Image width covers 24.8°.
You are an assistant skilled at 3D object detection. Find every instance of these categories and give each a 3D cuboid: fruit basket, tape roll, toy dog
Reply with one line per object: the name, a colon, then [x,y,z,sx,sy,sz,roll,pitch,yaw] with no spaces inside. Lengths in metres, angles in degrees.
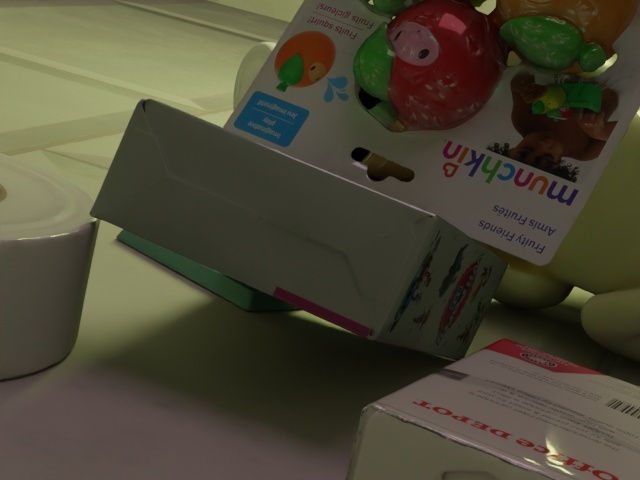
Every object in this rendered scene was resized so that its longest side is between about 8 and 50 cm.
fruit basket: [0.126,-0.188,1.186,0.327,0.353,0.165,25,-19,30]
tape roll: [-0.298,0.001,0.998,0.286,0.100,0.286,13,13,-3]
toy dog: [0.344,0.005,1.335,0.408,0.284,0.395,21,-5,26]

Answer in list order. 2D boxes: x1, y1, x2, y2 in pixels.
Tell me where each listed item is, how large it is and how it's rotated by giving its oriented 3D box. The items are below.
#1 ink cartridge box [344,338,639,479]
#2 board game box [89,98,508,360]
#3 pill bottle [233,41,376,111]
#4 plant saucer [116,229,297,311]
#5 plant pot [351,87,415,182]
ink cartridge box: [0.129,0.139,0.855,0.158,0.092,0.218,19,13,24]
board game box: [0.000,0.000,1.083,0.224,0.097,0.303,24,2,18]
pill bottle: [0.019,-0.184,1.956,0.245,0.136,0.136,5,16,-31]
plant saucer: [-0.098,0.020,1.279,0.067,0.018,0.192,0,18,-45]
plant pot: [0.084,-0.143,1.838,0.165,0.167,0.167,12,11,-41]
